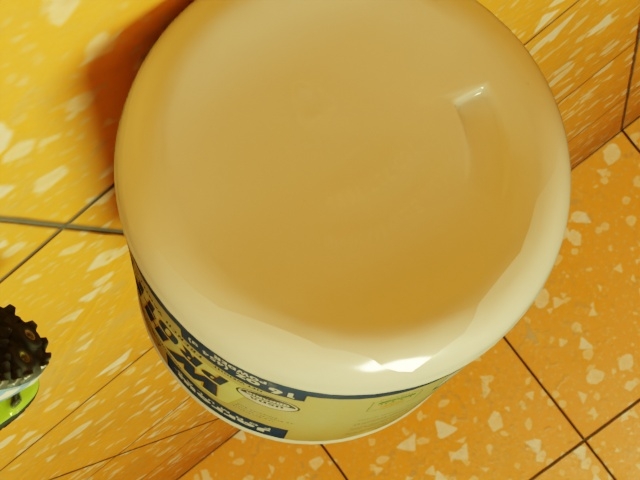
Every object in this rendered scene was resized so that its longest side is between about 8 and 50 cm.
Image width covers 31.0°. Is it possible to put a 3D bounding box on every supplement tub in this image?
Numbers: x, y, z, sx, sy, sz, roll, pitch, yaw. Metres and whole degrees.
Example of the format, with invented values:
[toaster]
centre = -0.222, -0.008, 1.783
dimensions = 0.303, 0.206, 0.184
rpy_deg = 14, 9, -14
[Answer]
[supplement tub]
centre = 0.000, 0.000, 0.693
dimensions = 0.228, 0.228, 0.316
rpy_deg = -35, 169, -14

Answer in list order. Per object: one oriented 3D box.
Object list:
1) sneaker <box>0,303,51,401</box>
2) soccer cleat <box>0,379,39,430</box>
[sneaker]
centre = -0.252, 0.086, 0.621
dimensions = 0.237, 0.085, 0.086
rpy_deg = -17, 151, -51
[soccer cleat]
centre = -0.288, 0.134, 0.828
dimensions = 0.179, 0.060, 0.072
rpy_deg = -28, 178, -16
